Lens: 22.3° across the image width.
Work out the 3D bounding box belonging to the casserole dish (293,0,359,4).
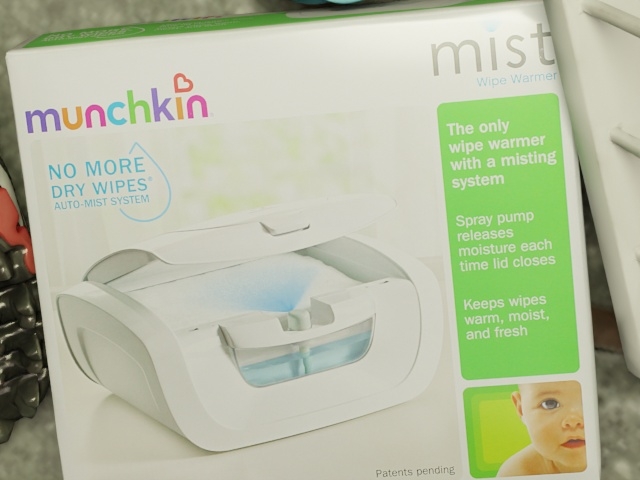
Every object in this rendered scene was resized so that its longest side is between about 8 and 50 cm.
[{"bbox_3d":[0.009,-0.192,0.783,0.114,0.037,0.188,-19,69,15],"label":"casserole dish"}]

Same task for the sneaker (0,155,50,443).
[{"bbox_3d":[-0.203,-0.025,0.838,0.098,0.135,0.276,-16,121,-4],"label":"sneaker"}]

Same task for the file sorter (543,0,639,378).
[{"bbox_3d":[0.228,-0.060,0.670,0.193,0.173,0.277,-27,122,-14],"label":"file sorter"}]

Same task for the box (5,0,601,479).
[{"bbox_3d":[0.000,0.000,0.807,0.262,0.127,0.231,-4,101,7],"label":"box"}]
